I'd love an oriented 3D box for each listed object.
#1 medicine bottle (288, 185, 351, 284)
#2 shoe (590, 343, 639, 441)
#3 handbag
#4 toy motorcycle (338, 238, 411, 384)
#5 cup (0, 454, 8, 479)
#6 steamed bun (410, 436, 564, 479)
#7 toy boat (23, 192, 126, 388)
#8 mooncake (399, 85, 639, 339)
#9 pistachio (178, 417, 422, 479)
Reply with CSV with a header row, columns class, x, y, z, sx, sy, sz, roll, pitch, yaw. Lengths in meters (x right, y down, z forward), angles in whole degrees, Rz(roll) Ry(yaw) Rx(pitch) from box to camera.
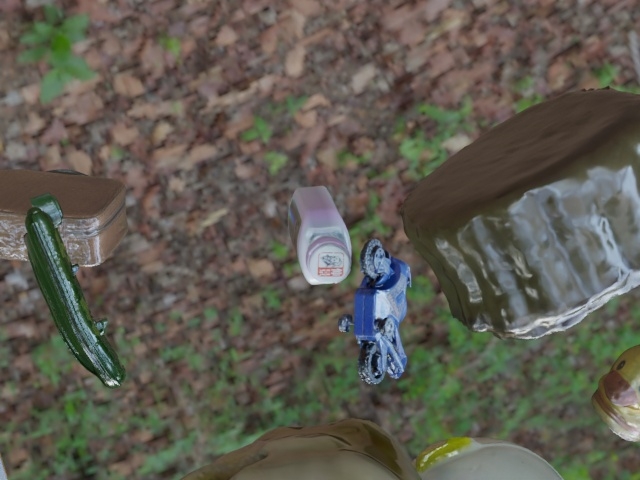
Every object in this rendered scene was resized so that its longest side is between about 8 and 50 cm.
class,x,y,z,sx,sy,sz,roll,pitch,yaw
medicine bottle,0.000,0.000,1.983,0.078,0.219,0.115,-4,108,-6
shoe,0.246,0.110,1.000,0.109,0.072,0.069,32,111,-30
handbag,-0.333,-0.031,1.646,0.193,0.151,0.072,5,114,16
toy motorcycle,0.085,0.098,1.882,0.076,0.205,0.114,2,-175,31
cup,-0.492,0.356,1.807,0.226,0.264,0.182,-5,-176,31
steamed bun,0.208,0.464,1.945,0.374,0.334,0.334,-57,150,-7
toy boat,-0.250,0.055,1.354,0.052,0.210,0.104,-24,-175,-11
mooncake,0.265,-0.031,1.554,0.324,0.187,0.324,-25,-165,7
pistachio,-0.042,0.361,1.265,0.281,0.445,0.365,2,141,40
